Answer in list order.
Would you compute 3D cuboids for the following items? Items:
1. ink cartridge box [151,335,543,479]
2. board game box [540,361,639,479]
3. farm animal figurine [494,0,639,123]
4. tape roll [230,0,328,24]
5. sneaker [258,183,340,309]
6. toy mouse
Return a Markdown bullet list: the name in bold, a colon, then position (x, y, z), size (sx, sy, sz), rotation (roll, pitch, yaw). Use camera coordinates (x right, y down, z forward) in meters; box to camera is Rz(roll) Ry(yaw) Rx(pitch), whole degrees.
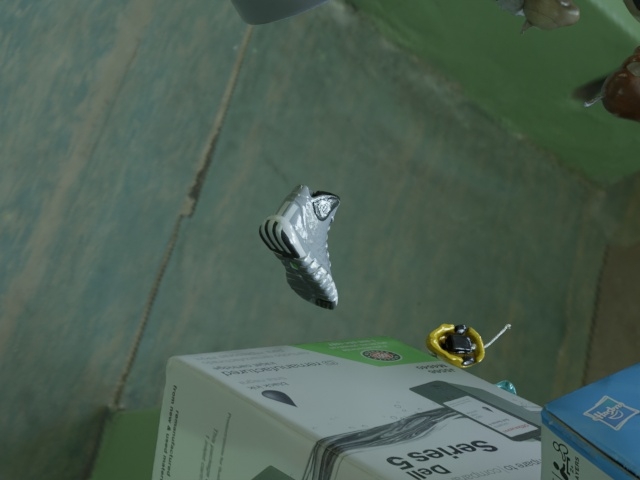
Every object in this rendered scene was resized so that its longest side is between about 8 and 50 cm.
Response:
- **ink cartridge box**: position (0.055, 0.156, 0.685), size (0.198, 0.273, 0.115), rotation (-1, 105, -41)
- **board game box**: position (0.242, 0.167, 0.515), size (0.308, 0.086, 0.302), rotation (-17, 118, -25)
- **farm animal figurine**: position (0.298, -0.195, 0.852), size (0.327, 0.330, 0.172), rotation (45, 44, -9)
- **tape roll**: position (0.018, -0.246, 0.822), size (0.072, 0.219, 0.219), rotation (57, 49, -24)
- **sneaker**: position (0.000, 0.000, 1.669), size (0.132, 0.086, 0.229), rotation (-58, 148, -21)
- **toy mouse**: position (0.123, 0.145, 1.019), size (0.161, 0.031, 0.143), rotation (3, 59, -32)
